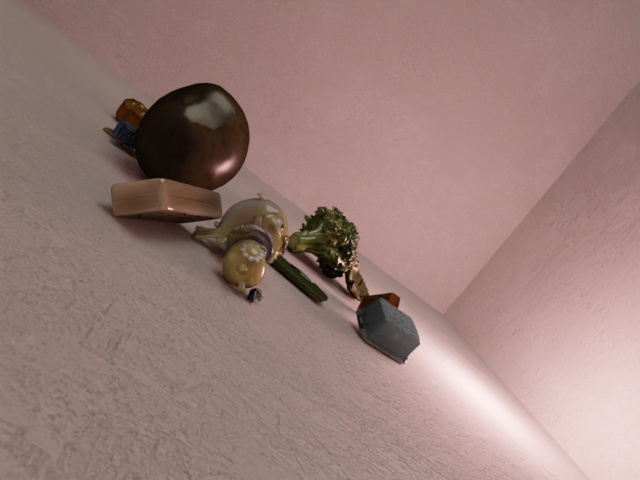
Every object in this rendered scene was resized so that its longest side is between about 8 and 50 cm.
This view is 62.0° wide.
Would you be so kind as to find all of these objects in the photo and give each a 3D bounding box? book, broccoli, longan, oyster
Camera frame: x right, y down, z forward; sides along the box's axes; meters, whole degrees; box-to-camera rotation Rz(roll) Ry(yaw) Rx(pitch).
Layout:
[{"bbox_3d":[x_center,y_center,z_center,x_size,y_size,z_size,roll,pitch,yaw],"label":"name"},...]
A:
[{"bbox_3d":[-0.656,-0.323,1.939,0.242,0.018,0.170,39,9,10],"label":"book"},{"bbox_3d":[0.025,0.002,2.325,0.338,0.277,0.317,32,24,20],"label":"broccoli"},{"bbox_3d":[-0.416,-0.326,1.744,0.336,0.404,0.404,33,6,13],"label":"longan"},{"bbox_3d":[0.146,0.188,2.325,0.166,0.094,0.294,63,13,-13],"label":"oyster"}]

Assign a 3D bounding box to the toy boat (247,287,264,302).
[{"bbox_3d":[-0.163,0.141,1.365,0.038,0.038,0.083,39,7,4],"label":"toy boat"}]

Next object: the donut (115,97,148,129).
[{"bbox_3d":[-0.748,-0.504,2.244,0.226,0.114,0.226,38,8,-6],"label":"donut"}]

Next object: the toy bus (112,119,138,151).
[{"bbox_3d":[-0.610,-0.339,1.879,0.236,0.079,0.094,30,10,-41],"label":"toy bus"}]

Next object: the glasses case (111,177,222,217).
[{"bbox_3d":[-0.377,-0.094,1.355,0.144,0.076,0.336,-6,-2,14],"label":"glasses case"}]

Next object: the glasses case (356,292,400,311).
[{"bbox_3d":[0.220,0.249,2.038,0.049,0.075,0.218,35,-22,-17],"label":"glasses case"}]

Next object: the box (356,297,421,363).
[{"bbox_3d":[0.238,0.316,1.875,0.227,0.130,0.162,34,23,-25],"label":"box"}]

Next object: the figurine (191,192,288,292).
[{"bbox_3d":[-0.224,0.017,1.480,0.275,0.226,0.394,6,25,-7],"label":"figurine"}]

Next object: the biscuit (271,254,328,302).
[{"bbox_3d":[-0.105,0.110,1.850,0.322,0.038,0.099,40,11,10],"label":"biscuit"}]
